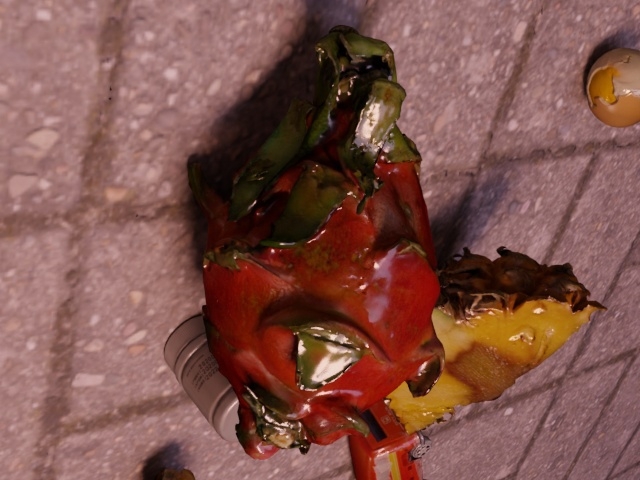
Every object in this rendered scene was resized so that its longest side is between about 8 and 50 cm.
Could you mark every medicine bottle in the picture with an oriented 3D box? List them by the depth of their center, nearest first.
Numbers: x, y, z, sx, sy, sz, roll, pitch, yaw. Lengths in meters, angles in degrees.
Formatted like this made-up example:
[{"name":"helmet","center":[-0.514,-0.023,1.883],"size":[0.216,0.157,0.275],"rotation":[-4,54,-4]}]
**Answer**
[{"name":"medicine bottle","center":[-0.079,0.108,0.686],"size":[0.058,0.091,0.058],"rotation":[-26,138,-26]}]

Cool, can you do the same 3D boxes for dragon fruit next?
[{"name":"dragon fruit","center":[-0.004,0.007,0.583],"size":[0.200,0.198,0.269],"rotation":[-71,168,-52]}]

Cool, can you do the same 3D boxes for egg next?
[{"name":"egg","center":[0.293,-0.146,0.837],"size":[0.071,0.071,0.083],"rotation":[-34,153,-17]}]

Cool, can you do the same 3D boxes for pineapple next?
[{"name":"pineapple","center":[0.108,0.059,0.806],"size":[0.164,0.140,0.250],"rotation":[22,134,-20]}]

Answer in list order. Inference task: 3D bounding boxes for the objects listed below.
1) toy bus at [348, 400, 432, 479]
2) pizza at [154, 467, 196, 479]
[{"name":"toy bus","center":[0.077,0.249,0.980],"size":[0.077,0.079,0.174],"rotation":[-24,138,-15]},{"name":"pizza","center":[-0.132,0.314,0.772],"size":[0.069,0.147,0.226],"rotation":[0,123,-29]}]
